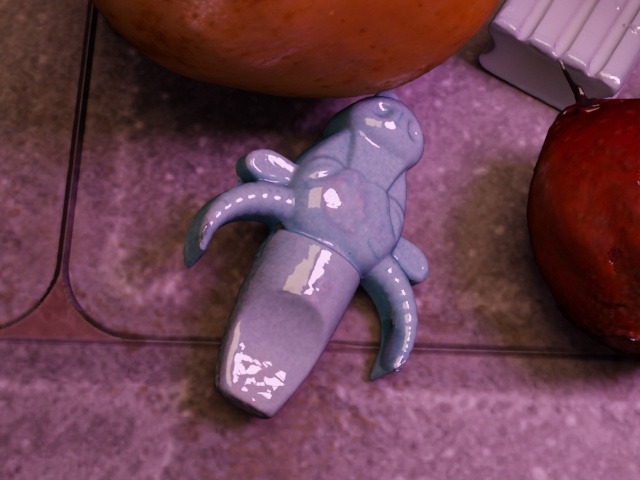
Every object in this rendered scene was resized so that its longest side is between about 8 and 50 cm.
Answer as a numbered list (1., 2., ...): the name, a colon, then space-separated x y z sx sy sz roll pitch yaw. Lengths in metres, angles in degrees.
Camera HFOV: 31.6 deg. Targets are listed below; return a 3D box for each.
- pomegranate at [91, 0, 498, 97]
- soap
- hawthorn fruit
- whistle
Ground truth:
1. pomegranate: -0.041 -0.274 0.827 0.410 0.410 0.410 1 65 -3
2. soap: 0.233 -0.208 0.959 0.119 0.066 0.198 31 67 9
3. hawthorn fruit: 0.233 -0.034 0.817 0.181 0.181 0.235 -17 71 -11
4. whistle: 0.000 0.000 0.836 0.186 0.093 0.274 32 68 -17
